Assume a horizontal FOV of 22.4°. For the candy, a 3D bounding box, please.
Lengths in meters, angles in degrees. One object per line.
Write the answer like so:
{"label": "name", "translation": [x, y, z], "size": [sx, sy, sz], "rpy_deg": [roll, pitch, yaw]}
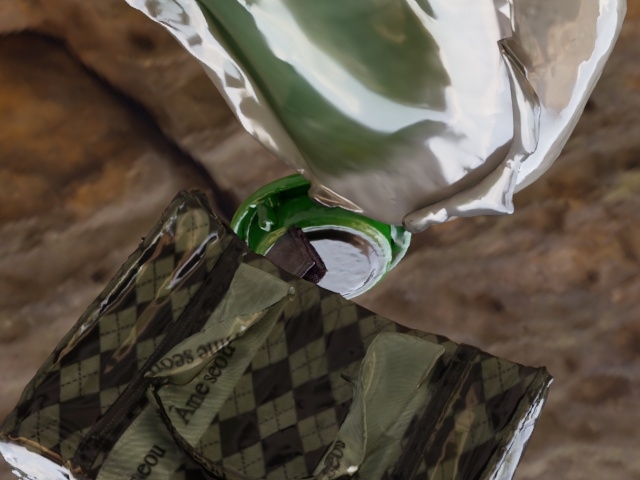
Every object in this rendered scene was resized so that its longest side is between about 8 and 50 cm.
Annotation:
{"label": "candy", "translation": [0.031, -0.186, 1.063], "size": [0.186, 0.386, 0.427], "rpy_deg": [-45, -161, -21]}

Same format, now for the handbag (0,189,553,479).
{"label": "handbag", "translation": [-0.030, 0.157, 1.448], "size": [0.416, 0.180, 0.316], "rpy_deg": [24, -116, 10]}

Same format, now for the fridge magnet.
{"label": "fridge magnet", "translation": [0.000, 0.000, 1.826], "size": [0.208, 0.208, 0.088], "rpy_deg": [-24, -133, 21]}

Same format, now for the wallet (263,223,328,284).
{"label": "wallet", "translation": [-0.062, 0.066, 1.713], "size": [0.166, 0.030, 0.111], "rpy_deg": [-48, -156, 10]}
